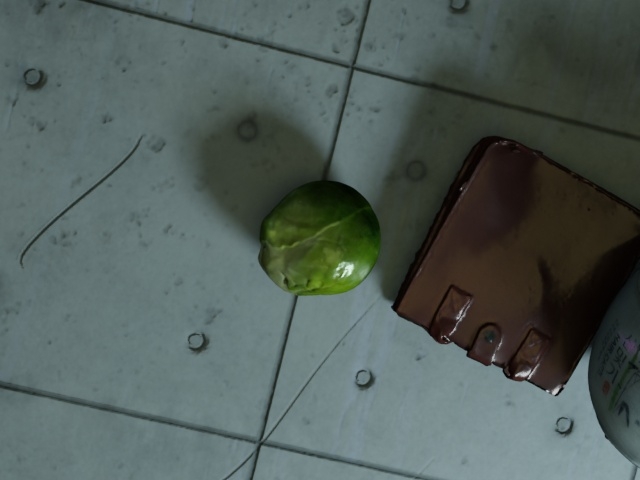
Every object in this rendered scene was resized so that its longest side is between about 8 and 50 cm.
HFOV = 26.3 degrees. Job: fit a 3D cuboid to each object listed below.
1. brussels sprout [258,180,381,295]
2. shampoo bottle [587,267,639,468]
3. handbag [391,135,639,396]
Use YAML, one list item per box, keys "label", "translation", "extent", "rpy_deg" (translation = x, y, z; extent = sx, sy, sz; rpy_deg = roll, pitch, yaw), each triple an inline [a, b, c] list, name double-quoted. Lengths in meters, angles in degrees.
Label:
- label: "brussels sprout"
  translation: [0.002, 0.001, 1.709]
  extent: [0.155, 0.117, 0.155]
  rpy_deg: [0, 91, 16]
- label: "shampoo bottle"
  translation: [0.476, 0.141, 1.671]
  extent: [0.273, 0.273, 0.266]
  rpy_deg: [11, 124, -6]
- label: "handbag"
  translation: [0.258, 0.032, 1.757]
  extent: [0.260, 0.084, 0.275]
  rpy_deg: [29, 93, -10]
